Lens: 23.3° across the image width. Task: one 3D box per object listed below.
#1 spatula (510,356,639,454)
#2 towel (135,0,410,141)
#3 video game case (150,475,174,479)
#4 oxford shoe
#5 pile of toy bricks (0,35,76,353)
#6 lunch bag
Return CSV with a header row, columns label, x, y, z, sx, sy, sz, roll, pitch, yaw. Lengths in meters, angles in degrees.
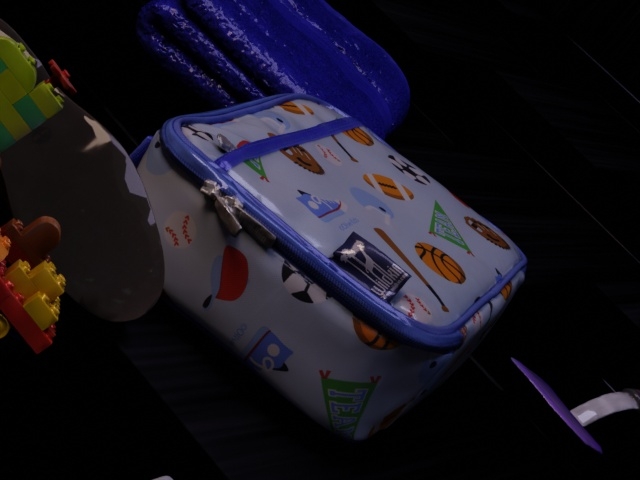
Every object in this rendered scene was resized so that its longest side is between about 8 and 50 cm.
label,x,y,z,sx,sy,sz,roll,pitch,yaw
spatula,0.238,0.136,1.257,0.296,0.030,0.084,9,37,-54
towel,-0.025,-0.163,1.377,0.227,0.076,0.308,38,20,-1
video game case,-0.064,0.184,0.653,0.173,0.022,0.190,45,20,17
oxford shoe,-0.155,-0.037,0.908,0.212,0.076,0.076,56,-15,16
pile of toy bricks,-0.172,-0.059,0.757,0.212,0.105,0.118,54,0,-16
lunch bag,0.000,0.000,1.026,0.243,0.115,0.303,40,19,10
